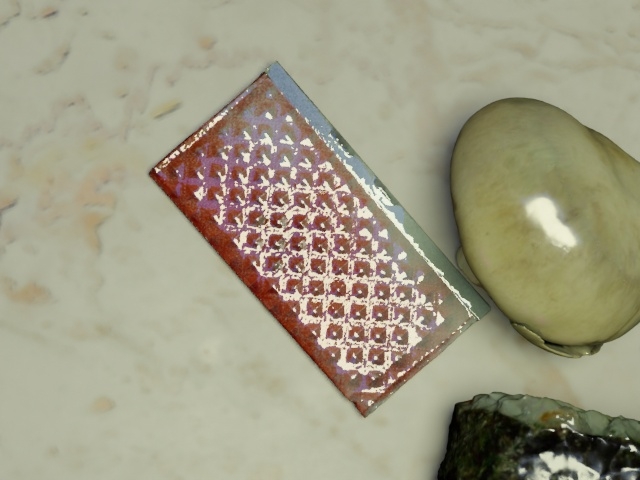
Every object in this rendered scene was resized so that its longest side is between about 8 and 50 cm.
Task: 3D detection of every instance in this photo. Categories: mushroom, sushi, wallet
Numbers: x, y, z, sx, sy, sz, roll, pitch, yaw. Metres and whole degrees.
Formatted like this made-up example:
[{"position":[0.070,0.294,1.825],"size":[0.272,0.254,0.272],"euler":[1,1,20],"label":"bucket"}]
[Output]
[{"position":[0.129,-0.008,0.981],"size":[0.154,0.122,0.154],"euler":[27,48,-33],"label":"mushroom"},{"position":[0.172,0.157,0.961],"size":[0.225,0.136,0.126],"euler":[5,81,2],"label":"sushi"},{"position":[0.000,0.000,1.016],"size":[0.103,0.020,0.196],"euler":[-42,90,-9],"label":"wallet"}]
